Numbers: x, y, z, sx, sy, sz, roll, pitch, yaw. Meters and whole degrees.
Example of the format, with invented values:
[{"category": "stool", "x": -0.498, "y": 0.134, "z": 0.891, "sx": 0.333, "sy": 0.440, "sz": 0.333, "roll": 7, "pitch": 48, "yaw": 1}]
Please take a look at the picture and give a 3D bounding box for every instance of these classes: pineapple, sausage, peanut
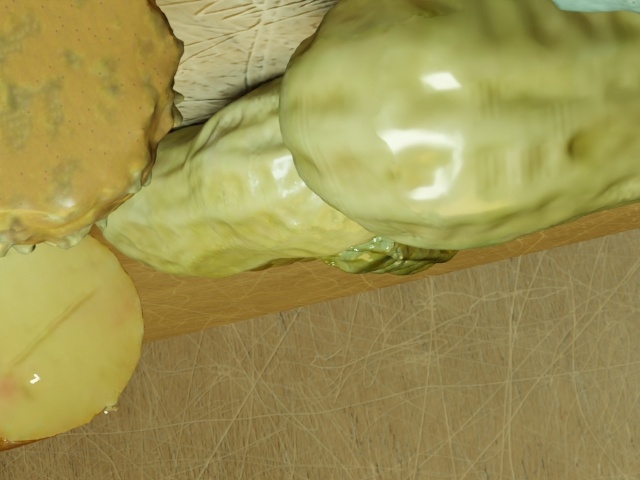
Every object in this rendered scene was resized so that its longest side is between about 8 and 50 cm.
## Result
[{"category": "pineapple", "x": -0.160, "y": -0.072, "z": 0.569, "sx": 0.157, "sy": 0.158, "sz": 0.278, "roll": -9, "pitch": -175, "yaw": -17}, {"category": "sausage", "x": -0.334, "y": 0.106, "z": 1.222, "sx": 0.233, "sy": 0.233, "sz": 0.287, "roll": -8, "pitch": 171, "yaw": -27}, {"category": "peanut", "x": 0.157, "y": -0.091, "z": 0.725, "sx": 0.387, "sy": 0.170, "sz": 0.192, "roll": -9, "pitch": 178, "yaw": -22}, {"category": "peanut", "x": -0.054, "y": -0.045, "z": 0.893, "sx": 0.313, "sy": 0.149, "sz": 0.149, "roll": -12, "pitch": 174, "yaw": 43}]

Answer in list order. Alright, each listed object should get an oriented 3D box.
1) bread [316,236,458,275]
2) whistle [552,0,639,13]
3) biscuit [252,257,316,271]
[{"category": "bread", "x": 0.079, "y": -0.032, "z": 1.203, "sx": 0.152, "sy": 0.130, "sz": 0.267, "roll": -24, "pitch": 169, "yaw": 19}, {"category": "whistle", "x": 0.156, "y": -0.151, "z": 0.468, "sx": 0.347, "sy": 0.189, "sz": 0.189, "roll": 9, "pitch": -177, "yaw": 28}, {"category": "biscuit", "x": 0.000, "y": 0.005, "z": 1.680, "sx": 0.203, "sy": 0.041, "sz": 0.260, "roll": -4, "pitch": 171, "yaw": -43}]
